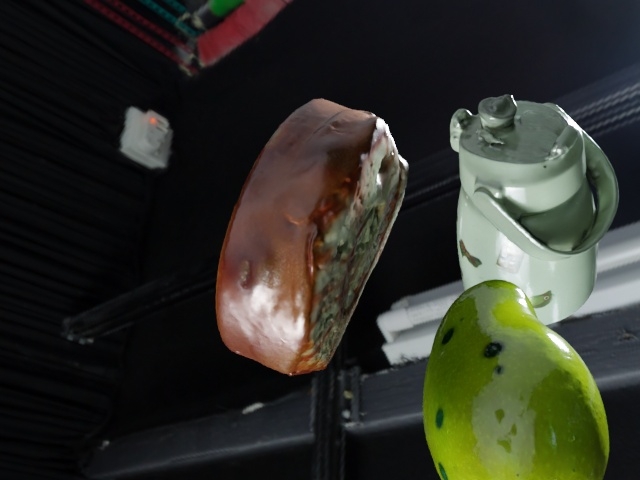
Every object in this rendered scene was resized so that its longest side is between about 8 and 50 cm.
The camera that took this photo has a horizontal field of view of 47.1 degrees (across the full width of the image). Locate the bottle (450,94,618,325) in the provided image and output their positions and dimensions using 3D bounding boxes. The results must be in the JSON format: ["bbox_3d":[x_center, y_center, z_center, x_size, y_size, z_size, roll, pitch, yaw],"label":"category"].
[{"bbox_3d":[0.300,-0.051,1.046,0.229,0.352,0.229,-8,-133,9],"label":"bottle"}]

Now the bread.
[{"bbox_3d":[-0.002,0.003,0.817,0.114,0.327,0.295,22,-94,12],"label":"bread"}]

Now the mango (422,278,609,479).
[{"bbox_3d":[0.173,0.144,0.705,0.175,0.142,0.293,-57,-166,25],"label":"mango"}]
